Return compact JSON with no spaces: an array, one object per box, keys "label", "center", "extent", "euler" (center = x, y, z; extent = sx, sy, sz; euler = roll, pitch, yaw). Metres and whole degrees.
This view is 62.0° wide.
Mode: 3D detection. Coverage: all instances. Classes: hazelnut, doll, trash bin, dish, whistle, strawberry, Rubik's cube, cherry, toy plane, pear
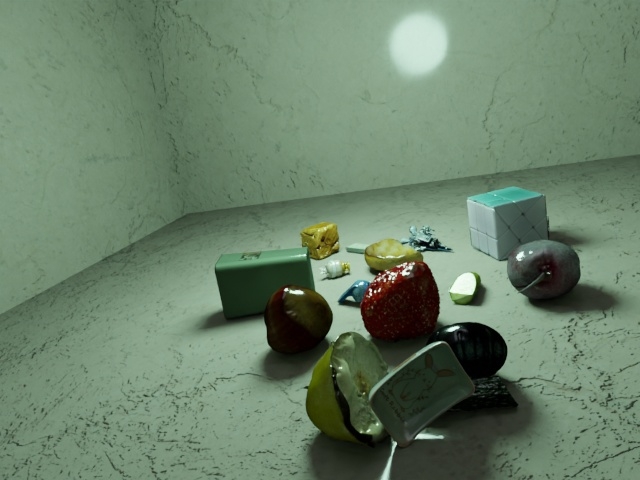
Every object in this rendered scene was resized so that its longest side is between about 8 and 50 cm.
[{"label":"hazelnut","center":[-0.075,0.247,1.657],"extent":[0.229,0.230,0.229],"euler":[-11,16,3]},{"label":"doll","center":[0.058,0.121,2.223],"extent":[0.126,0.073,0.084],"euler":[-8,-17,-3]},{"label":"trash bin","center":[-0.201,0.149,2.013],"extent":[0.343,0.223,0.158],"euler":[-9,16,3]},{"label":"dish","center":[0.209,0.322,1.160],"extent":[0.212,0.151,0.077],"euler":[-36,15,-7]},{"label":"whistle","center":[0.139,0.193,1.908],"extent":[0.158,0.090,0.090],"euler":[-49,-9,36]},{"label":"strawberry","center":[0.241,0.170,1.600],"extent":[0.260,0.258,0.261],"euler":[-15,23,6]},{"label":"Rubik's cube","center":[0.741,-0.073,2.114],"extent":[0.230,0.222,0.225],"euler":[-13,16,-7]},{"label":"cherry","center":[0.694,0.087,1.662],"extent":[0.213,0.184,0.266],"euler":[2,22,16]},{"label":"toy plane","center":[0.464,0.005,2.301],"extent":[0.169,0.078,0.246],"euler":[-48,34,-20]},{"label":"pear","center":[0.046,0.357,1.218],"extent":[0.178,0.267,0.267],"euler":[-33,4,29]}]

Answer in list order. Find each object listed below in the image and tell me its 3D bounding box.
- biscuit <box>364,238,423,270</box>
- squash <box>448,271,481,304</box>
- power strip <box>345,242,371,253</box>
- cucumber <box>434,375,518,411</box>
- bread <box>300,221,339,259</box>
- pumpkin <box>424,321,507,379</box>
[{"label":"biscuit","center":[0.288,0.066,2.192],"extent":[0.213,0.091,0.274],"euler":[-11,17,-7]},{"label":"squash","center":[0.502,0.142,1.808],"extent":[0.090,0.075,0.200],"euler":[-32,0,34]},{"label":"power strip","center":[0.203,0.040,2.454],"extent":[0.060,0.027,0.252],"euler":[-24,20,-38]},{"label":"cucumber","center":[0.307,0.357,1.218],"extent":[0.265,0.077,0.077],"euler":[-10,16,12]},{"label":"bread","center":[0.000,0.000,2.539],"extent":[0.143,0.149,0.158],"euler":[-19,11,-31]},{"label":"pumpkin","center":[0.349,0.275,1.287],"extent":[0.201,0.140,0.202],"euler":[-3,-26,-1]}]
